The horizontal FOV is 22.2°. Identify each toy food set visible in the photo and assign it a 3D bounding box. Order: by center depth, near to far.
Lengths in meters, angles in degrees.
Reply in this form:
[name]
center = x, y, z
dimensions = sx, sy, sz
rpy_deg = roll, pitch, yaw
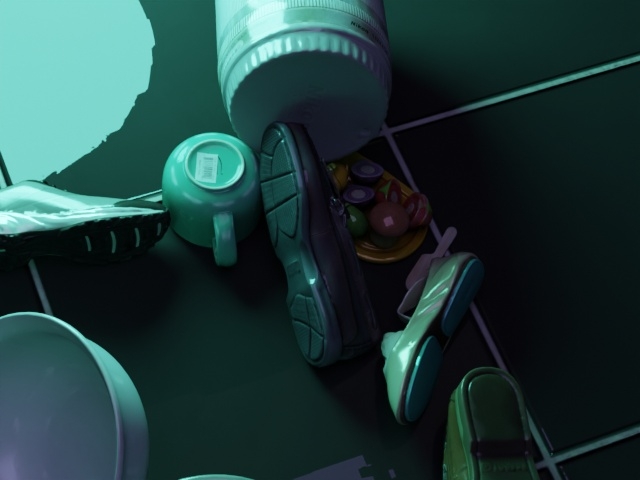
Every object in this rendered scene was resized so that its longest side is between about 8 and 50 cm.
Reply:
[toy food set]
center = 0.073, -0.045, 2.074
dimensions = 0.218, 0.071, 0.128
rpy_deg = 36, 63, 14

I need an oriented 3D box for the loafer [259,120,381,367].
[loafer]
center = 0.000, 0.000, 1.997
dimensions = 0.095, 0.109, 0.303
rpy_deg = -10, 86, -29

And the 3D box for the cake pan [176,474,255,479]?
[cake pan]
center = -0.115, 0.404, 1.805
dimensions = 0.293, 0.054, 0.293
rpy_deg = 2, 60, -4

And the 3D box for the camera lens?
[camera lens]
center = -0.024, -0.261, 2.083
dimensions = 0.219, 0.219, 0.274
rpy_deg = 0, 48, -6

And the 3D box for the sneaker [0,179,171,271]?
[sneaker]
center = -0.321, -0.032, 2.014
dimensions = 0.271, 0.100, 0.108
rpy_deg = -2, 55, -7

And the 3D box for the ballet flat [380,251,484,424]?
[ballet flat]
center = 0.121, 0.115, 1.992
dimensions = 0.086, 0.086, 0.248
rpy_deg = 25, 59, 9

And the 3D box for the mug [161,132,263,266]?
[mug]
center = -0.125, -0.061, 2.048
dimensions = 0.129, 0.097, 0.158
rpy_deg = -39, 70, -24

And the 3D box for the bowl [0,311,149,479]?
[bowl]
center = -0.290, 0.231, 1.807
dimensions = 0.297, 0.134, 0.298
rpy_deg = -4, 83, 34

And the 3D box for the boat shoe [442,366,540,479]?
[boat shoe]
center = 0.196, 0.303, 1.870
dimensions = 0.110, 0.104, 0.307
rpy_deg = 10, 58, -10
